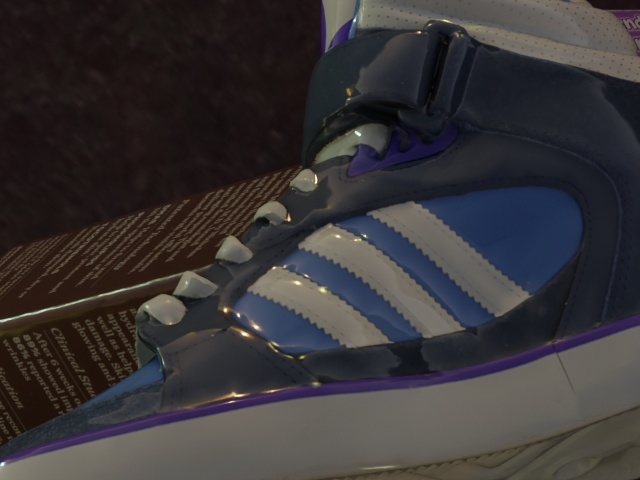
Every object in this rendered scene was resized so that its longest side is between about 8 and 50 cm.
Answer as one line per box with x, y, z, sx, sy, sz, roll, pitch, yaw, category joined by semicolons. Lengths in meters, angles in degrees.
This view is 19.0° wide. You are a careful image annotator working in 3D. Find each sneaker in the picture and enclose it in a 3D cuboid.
0.000;0.000;0.762;0.323;0.130;0.236;-13;62;-10;sneaker

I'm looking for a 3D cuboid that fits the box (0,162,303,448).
-0.059;0.075;1.181;0.381;0.143;0.191;-13;114;39;box

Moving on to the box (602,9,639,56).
0.162;-0.028;1.197;0.201;0.293;0.057;-5;55;-28;box
